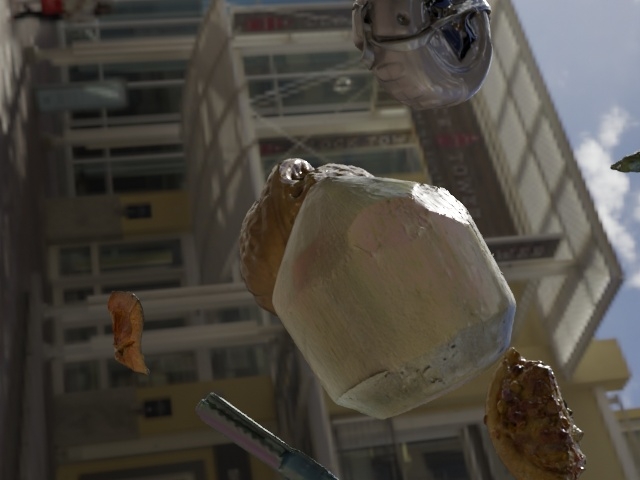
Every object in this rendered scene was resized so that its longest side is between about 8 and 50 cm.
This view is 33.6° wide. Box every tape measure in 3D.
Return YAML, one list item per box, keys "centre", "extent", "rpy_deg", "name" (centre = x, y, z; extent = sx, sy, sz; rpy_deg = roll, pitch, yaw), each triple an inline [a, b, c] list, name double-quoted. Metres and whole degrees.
- centre: [0.132, -0.261, 1.303]
  extent: [0.120, 0.236, 0.197]
  rpy_deg: [-8, -50, 45]
  name: "tape measure"

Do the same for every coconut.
- centre: [0.064, 0.042, 1.006]
  extent: [0.224, 0.224, 0.234]
  rpy_deg: [121, -51, -73]
  name: "coconut"

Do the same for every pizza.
- centre: [0.278, 0.238, 1.397]
  extent: [0.058, 0.127, 0.246]
  rpy_deg: [59, 24, -44]
  name: "pizza"

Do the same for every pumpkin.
- centre: [-0.223, 0.108, 1.202]
  extent: [0.073, 0.035, 0.101]
  rpy_deg: [19, -62, 61]
  name: "pumpkin"

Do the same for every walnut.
- centre: [0.000, 0.000, 1.488]
  extent: [0.257, 0.224, 0.257]
  rpy_deg: [51, 25, -36]
  name: "walnut"

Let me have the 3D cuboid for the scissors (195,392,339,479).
- centre: [-0.007, 0.213, 0.946]
  extent: [0.030, 0.256, 0.125]
  rpy_deg: [-54, 160, -15]
  name: "scissors"

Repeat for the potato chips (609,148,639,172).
- centre: [0.550, -0.229, 1.455]
  extent: [0.389, 0.097, 0.373]
  rpy_deg: [-54, -176, -17]
  name: "potato chips"
